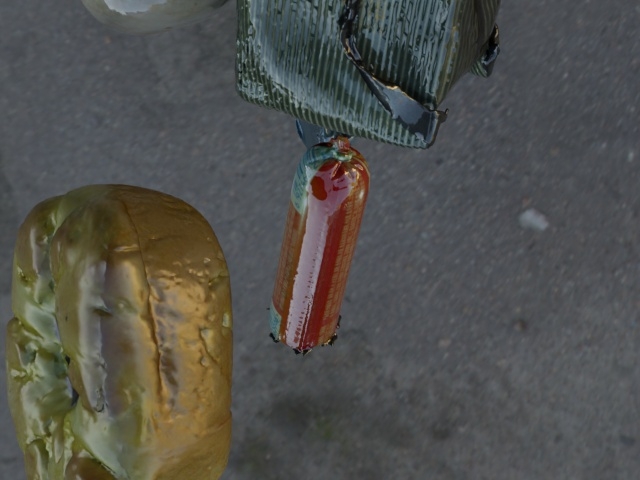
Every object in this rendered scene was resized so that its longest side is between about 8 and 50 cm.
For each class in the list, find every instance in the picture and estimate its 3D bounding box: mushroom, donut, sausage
[{"bbox_3d":[-0.183,-0.333,1.437,0.204,0.204,0.204,9,114,20],"label":"mushroom"},{"bbox_3d":[-0.156,0.087,0.980,0.208,0.128,0.261,18,107,54],"label":"donut"},{"bbox_3d":[0.000,0.000,1.198,0.083,0.083,0.264,25,139,12],"label":"sausage"}]

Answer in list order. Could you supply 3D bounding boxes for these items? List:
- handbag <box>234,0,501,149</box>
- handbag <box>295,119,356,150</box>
[{"bbox_3d":[0.063,-0.266,1.331,0.240,0.247,0.340,25,136,20],"label":"handbag"},{"bbox_3d":[0.007,-0.211,1.623,0.062,0.179,0.229,-5,115,-9],"label":"handbag"}]
